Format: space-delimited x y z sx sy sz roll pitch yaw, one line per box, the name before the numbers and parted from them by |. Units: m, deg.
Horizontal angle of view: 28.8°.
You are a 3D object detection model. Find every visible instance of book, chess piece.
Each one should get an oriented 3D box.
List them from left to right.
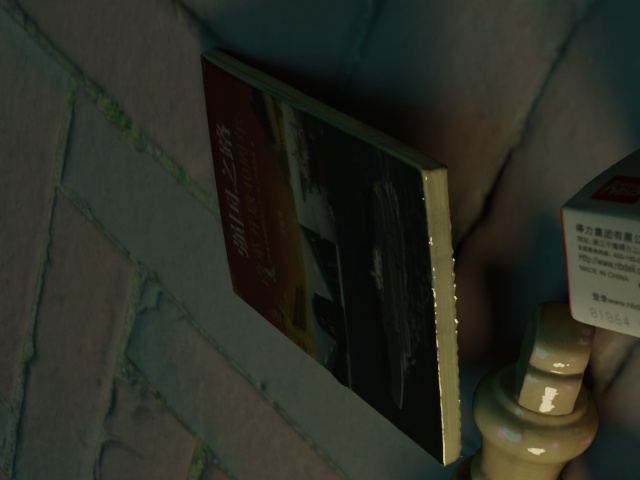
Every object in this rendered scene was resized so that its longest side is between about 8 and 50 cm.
book | 0.000 0.000 1.078 0.374 0.028 0.262 33 137 52
chess piece | 0.156 0.216 1.043 0.117 0.117 0.397 33 133 31

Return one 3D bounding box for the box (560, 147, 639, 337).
box | 0.260 0.003 0.774 0.182 0.133 0.099 14 123 46
